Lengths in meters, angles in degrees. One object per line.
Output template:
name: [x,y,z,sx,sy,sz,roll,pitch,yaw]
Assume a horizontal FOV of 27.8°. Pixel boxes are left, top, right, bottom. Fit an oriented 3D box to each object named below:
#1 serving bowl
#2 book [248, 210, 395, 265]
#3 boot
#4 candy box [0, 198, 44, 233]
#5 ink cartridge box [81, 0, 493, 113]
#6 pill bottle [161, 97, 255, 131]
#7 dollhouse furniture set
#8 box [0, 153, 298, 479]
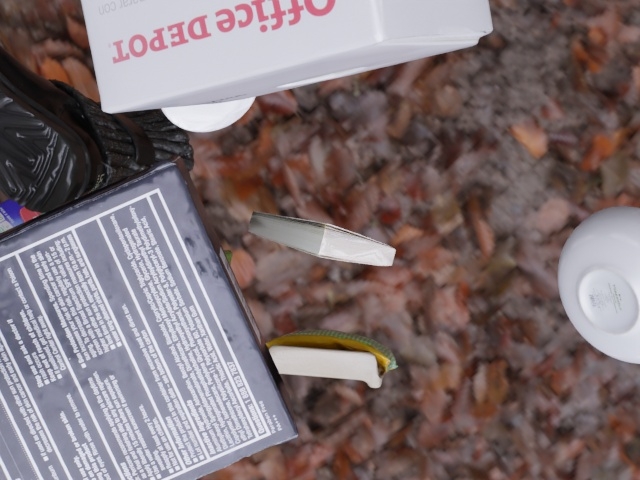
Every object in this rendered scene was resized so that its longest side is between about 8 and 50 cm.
serving bowl: [0.151,0.026,0.646,0.027,0.083,0.083,-25,130,-40]
book: [0.000,0.000,1.382,0.096,0.144,0.035,15,89,-35]
boot: [-0.338,-0.159,1.540,0.131,0.348,0.260,-53,166,24]
candy box: [-0.381,0.041,2.017,0.122,0.317,0.268,-38,92,29]
ink cartridge box: [-0.045,-0.247,0.773,0.129,0.223,0.308,-16,96,-52]
pill bottle: [-0.114,-0.169,1.060,0.108,0.180,0.108,-12,131,-14]
dollhouse furniture set: [-0.052,0.088,1.641,0.301,0.197,0.151,4,93,7]
box: [-0.216,0.105,1.298,0.294,0.183,0.296,-24,97,-2]
